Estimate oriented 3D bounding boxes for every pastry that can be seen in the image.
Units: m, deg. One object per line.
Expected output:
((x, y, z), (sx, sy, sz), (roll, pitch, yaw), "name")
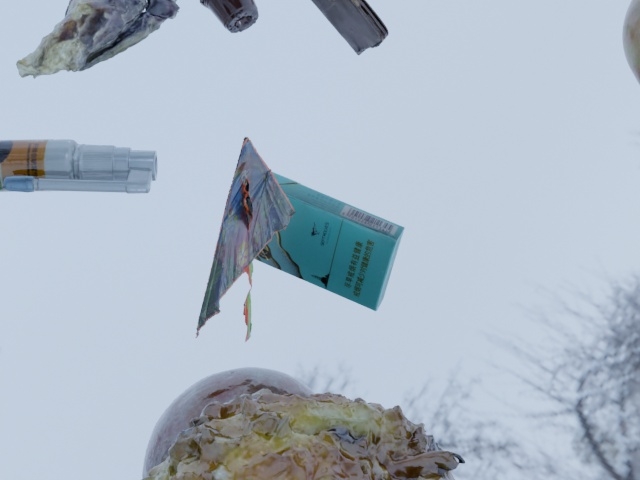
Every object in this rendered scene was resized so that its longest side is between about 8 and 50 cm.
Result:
((0.000, 0.341, 1.141), (0.292, 0.337, 0.405), (-122, 20, -74), "pastry")

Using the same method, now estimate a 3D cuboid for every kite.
((-0.050, 0.001, 0.755), (0.190, 0.010, 0.159), (-54, -29, -55), "kite")

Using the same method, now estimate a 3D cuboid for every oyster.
((-0.386, -0.385, 1.847), (0.271, 0.275, 0.100), (-97, -14, -57), "oyster")

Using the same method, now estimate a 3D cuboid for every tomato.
((-0.111, 0.346, 1.605), (0.316, 0.282, 0.317), (-14, -48, -16), "tomato")

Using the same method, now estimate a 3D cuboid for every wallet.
((0.012, -0.305, 1.294), (0.026, 0.176, 0.095), (-45, 12, -17), "wallet")

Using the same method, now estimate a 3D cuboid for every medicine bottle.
((-0.302, -0.080, 1.229), (0.092, 0.220, 0.061), (-92, 2, -58), "medicine bottle")

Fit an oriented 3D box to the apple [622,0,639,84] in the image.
((0.400, -0.202, 1.043), (0.196, 0.196, 0.196), (-47, -25, -30), "apple")

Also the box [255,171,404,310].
((0.000, 0.000, 1.574), (0.162, 0.229, 0.041), (102, -165, -46), "box")

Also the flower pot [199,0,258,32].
((-0.170, -0.462, 2.095), (0.111, 0.089, 0.111), (-27, -16, -8), "flower pot")
